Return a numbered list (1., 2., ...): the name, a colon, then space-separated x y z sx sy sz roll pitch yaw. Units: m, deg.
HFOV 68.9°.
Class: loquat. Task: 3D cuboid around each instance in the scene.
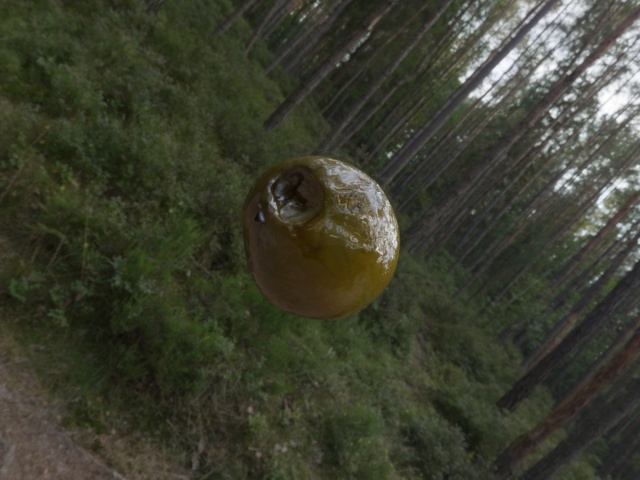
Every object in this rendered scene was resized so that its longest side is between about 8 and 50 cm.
1. loquat: 0.000 0.000 0.674 0.244 0.244 0.244 45 0 0
